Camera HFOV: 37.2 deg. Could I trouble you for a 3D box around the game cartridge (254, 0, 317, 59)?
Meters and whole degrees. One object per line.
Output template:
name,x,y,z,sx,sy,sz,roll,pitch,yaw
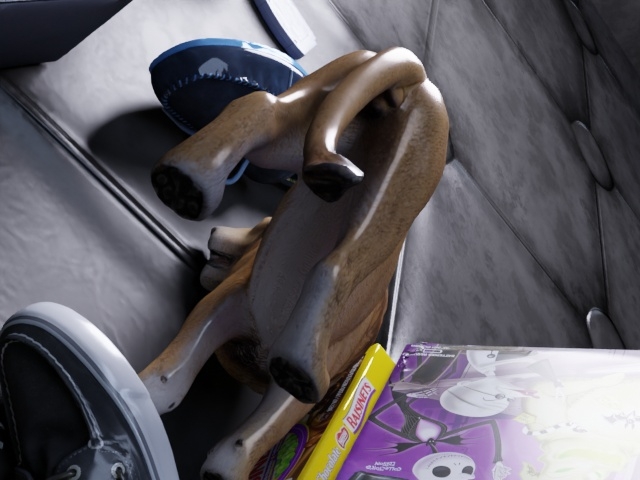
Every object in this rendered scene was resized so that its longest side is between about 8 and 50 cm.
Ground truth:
game cartridge,-0.037,-0.226,0.971,0.083,0.017,0.056,56,27,-12

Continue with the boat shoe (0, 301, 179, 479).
boat shoe,-0.122,0.146,0.500,0.076,0.080,0.229,-29,99,-61

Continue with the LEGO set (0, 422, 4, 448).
LEGO set,-0.185,0.096,0.484,0.083,0.023,0.054,55,31,-14

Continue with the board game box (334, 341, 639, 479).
board game box,0.191,0.130,0.546,0.208,0.346,0.056,-55,139,-56

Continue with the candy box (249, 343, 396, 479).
candy box,-0.023,0.147,0.614,0.027,0.105,0.206,50,31,-7

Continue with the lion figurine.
lion figurine,0.000,0.000,0.554,0.142,0.392,0.240,41,56,1

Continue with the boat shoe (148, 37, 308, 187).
boat shoe,-0.031,-0.091,0.789,0.258,0.109,0.089,14,59,-50

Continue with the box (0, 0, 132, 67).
box,-0.222,-0.192,0.582,0.158,0.093,0.156,62,30,-1
